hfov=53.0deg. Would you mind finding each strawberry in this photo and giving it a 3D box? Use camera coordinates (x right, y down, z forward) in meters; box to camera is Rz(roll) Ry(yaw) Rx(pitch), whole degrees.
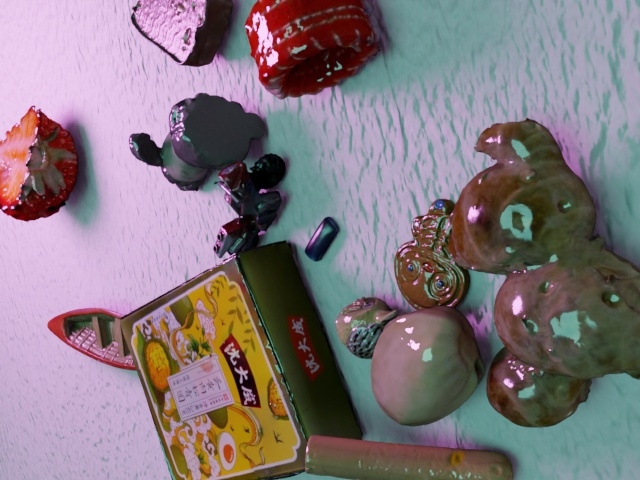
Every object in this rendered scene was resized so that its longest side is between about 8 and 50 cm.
[{"bbox_3d":[-0.679,-0.158,1.540,0.280,0.150,0.253,-20,64,42],"label":"strawberry"}]

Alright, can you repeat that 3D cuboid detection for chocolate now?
[{"bbox_3d":[-0.248,-0.415,1.168,0.214,0.093,0.148,41,122,28],"label":"chocolate"}]

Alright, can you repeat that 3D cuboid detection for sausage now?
[{"bbox_3d":[0.125,0.326,0.938,0.301,0.066,0.066,3,101,12],"label":"sausage"}]

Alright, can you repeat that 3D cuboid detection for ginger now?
[{"bbox_3d":[0.263,0.037,0.776,0.256,0.176,0.375,-25,81,55],"label":"ginger"}]

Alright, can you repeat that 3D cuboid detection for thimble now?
[{"bbox_3d":[-0.018,-0.301,0.952,0.189,0.163,0.125,-26,79,39],"label":"thimble"}]

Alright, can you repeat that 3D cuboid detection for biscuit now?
[{"bbox_3d":[0.167,0.026,0.943,0.124,0.026,0.175,27,114,33],"label":"biscuit"}]

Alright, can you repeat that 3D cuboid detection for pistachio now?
[{"bbox_3d":[0.150,0.181,0.916,0.152,0.126,0.223,26,133,16],"label":"pistachio"}]

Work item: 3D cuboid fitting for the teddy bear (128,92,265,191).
[{"bbox_3d":[-0.243,-0.185,1.163,0.251,0.171,0.144,-11,70,46],"label":"teddy bear"}]

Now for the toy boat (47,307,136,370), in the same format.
[{"bbox_3d":[-0.496,0.216,1.489,0.392,0.079,0.136,5,103,38],"label":"toy boat"}]

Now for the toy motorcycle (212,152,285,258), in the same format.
[{"bbox_3d":[-0.135,-0.055,1.116,0.082,0.122,0.213,48,126,42],"label":"toy motorcycle"}]

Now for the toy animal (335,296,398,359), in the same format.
[{"bbox_3d":[0.084,0.138,0.984,0.137,0.098,0.098,-4,95,55],"label":"toy animal"}]

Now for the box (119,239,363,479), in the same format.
[{"bbox_3d":[-0.166,0.248,1.186,0.420,0.138,0.373,-27,80,40],"label":"box"}]

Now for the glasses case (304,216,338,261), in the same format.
[{"bbox_3d":[0.000,0.000,1.078,0.033,0.023,0.083,48,124,25],"label":"glasses case"}]
